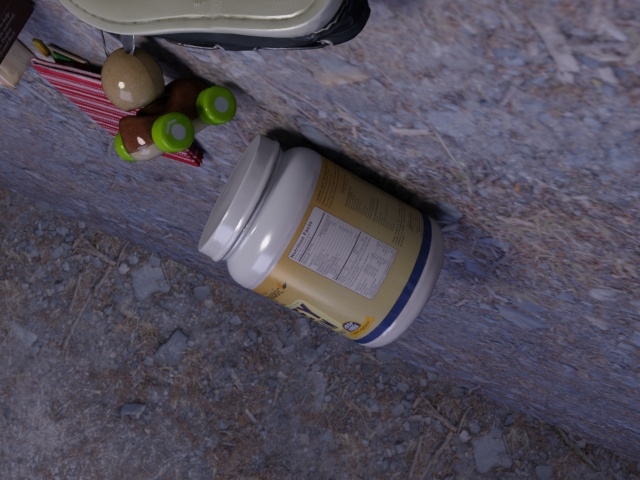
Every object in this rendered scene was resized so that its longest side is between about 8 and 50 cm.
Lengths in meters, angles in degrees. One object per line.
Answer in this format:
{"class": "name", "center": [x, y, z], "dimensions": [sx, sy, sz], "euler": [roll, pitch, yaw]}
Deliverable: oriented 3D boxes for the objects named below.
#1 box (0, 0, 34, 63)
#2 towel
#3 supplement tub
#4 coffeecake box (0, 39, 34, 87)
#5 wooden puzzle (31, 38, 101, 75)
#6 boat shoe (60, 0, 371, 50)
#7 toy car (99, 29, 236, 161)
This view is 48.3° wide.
{"class": "box", "center": [-0.525, -0.311, 0.913], "dimensions": [0.203, 0.169, 0.167], "euler": [22, 165, 9]}
{"class": "towel", "center": [-0.330, -0.212, 1.201], "dimensions": [0.198, 0.031, 0.275], "euler": [18, 167, 22]}
{"class": "supplement tub", "center": [0.000, 0.000, 1.070], "dimensions": [0.316, 0.229, 0.228], "euler": [28, 165, -14]}
{"class": "coffeecake box", "center": [-0.584, -0.327, 1.145], "dimensions": [0.185, 0.068, 0.142], "euler": [17, 163, 25]}
{"class": "wooden puzzle", "center": [-0.396, -0.279, 1.131], "dimensions": [0.116, 0.014, 0.078], "euler": [22, 165, 7]}
{"class": "boat shoe", "center": [-0.105, -0.235, 0.647], "dimensions": [0.339, 0.127, 0.113], "euler": [12, -176, 29]}
{"class": "toy car", "center": [-0.233, -0.216, 0.961], "dimensions": [0.155, 0.149, 0.189], "euler": [-1, 123, 52]}
